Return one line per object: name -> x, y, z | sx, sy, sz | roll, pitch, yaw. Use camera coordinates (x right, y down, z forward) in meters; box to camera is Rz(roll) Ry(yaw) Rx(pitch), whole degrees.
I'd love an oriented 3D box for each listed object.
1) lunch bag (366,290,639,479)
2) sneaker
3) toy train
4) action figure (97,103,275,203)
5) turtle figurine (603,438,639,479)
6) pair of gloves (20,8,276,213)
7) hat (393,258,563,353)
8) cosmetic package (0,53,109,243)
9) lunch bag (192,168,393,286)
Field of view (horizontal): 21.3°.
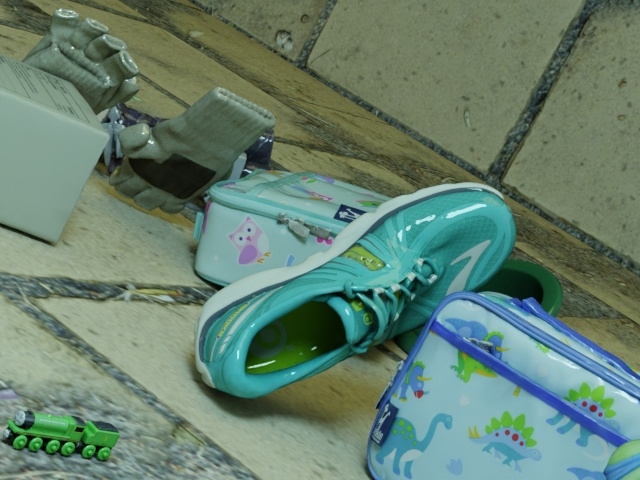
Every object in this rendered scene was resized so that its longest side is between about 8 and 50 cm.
lunch bag -> 0.156, 0.146, 1.275 | 0.219, 0.176, 0.090 | 33, 11, 20
sneaker -> 0.036, 0.049, 1.302 | 0.107, 0.275, 0.110 | 64, -8, -15
toy train -> -0.158, 0.118, 1.041 | 0.083, 0.024, 0.017 | 17, 16, -46
action figure -> -0.190, -0.113, 1.832 | 0.285, 0.099, 0.185 | 22, 19, -13
turtle figurine -> 0.213, 0.276, 1.036 | 0.266, 0.274, 0.198 | 54, -3, 20
pair of gloves -> -0.185, -0.115, 1.618 | 0.240, 0.204, 0.042 | 22, 51, -20
hat -> 0.190, 0.136, 1.786 | 0.208, 0.183, 0.173 | -32, 32, -26
cosmetic package -> -0.350, -0.120, 1.421 | 0.309, 0.113, 0.160 | 23, 12, -27
lunch bag -> 0.000, 0.000, 1.667 | 0.224, 0.108, 0.279 | 19, 8, 11
